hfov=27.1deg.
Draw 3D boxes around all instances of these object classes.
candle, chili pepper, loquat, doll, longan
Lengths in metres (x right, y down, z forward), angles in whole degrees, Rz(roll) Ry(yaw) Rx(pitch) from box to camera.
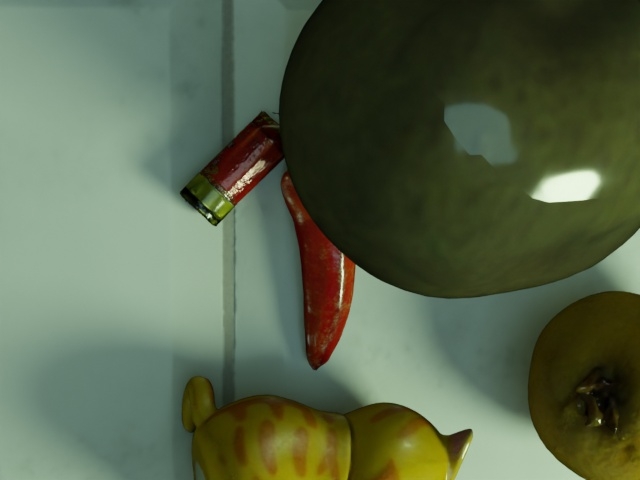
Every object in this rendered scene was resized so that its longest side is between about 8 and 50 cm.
[{"bbox_3d":[-0.076,-0.075,1.301,0.052,0.052,0.131,44,88,-13],"label":"candle"},{"bbox_3d":[0.000,0.000,1.320,0.063,0.071,0.272,-22,111,-46],"label":"chili pepper"},{"bbox_3d":[0.309,0.151,1.329,0.208,0.208,0.208,-1,98,-10],"label":"loquat"},{"bbox_3d":[-0.003,0.231,1.298,0.269,0.166,0.162,10,84,-14],"label":"doll"},{"bbox_3d":[0.142,-0.110,1.183,0.361,0.361,0.361,-1,98,-10],"label":"longan"}]
